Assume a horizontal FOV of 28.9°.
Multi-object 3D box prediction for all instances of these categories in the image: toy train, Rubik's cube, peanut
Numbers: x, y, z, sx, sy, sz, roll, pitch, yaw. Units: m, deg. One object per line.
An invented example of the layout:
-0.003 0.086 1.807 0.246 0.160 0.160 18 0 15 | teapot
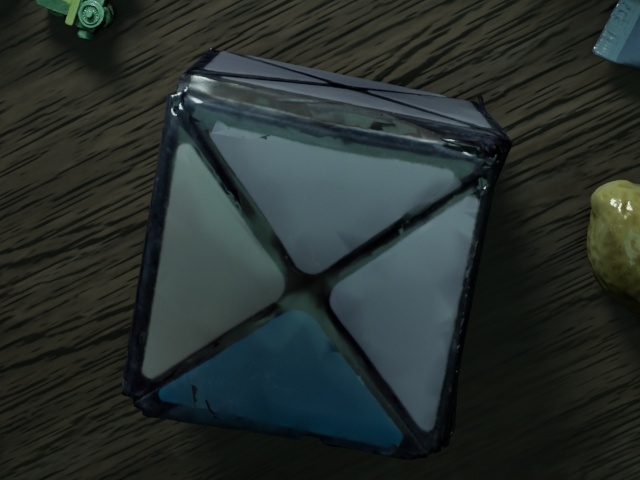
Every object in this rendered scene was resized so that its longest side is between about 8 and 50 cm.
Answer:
-0.236 -0.267 1.257 0.081 0.050 0.122 22 102 0 | toy train
0.000 0.000 1.184 0.310 0.305 0.307 10 103 -2 | Rubik's cube
0.356 0.037 1.298 0.229 0.098 0.103 44 58 -9 | peanut

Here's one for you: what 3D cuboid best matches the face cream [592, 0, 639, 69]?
0.478 -0.168 1.260 0.385 0.086 0.135 26 99 0 | face cream
